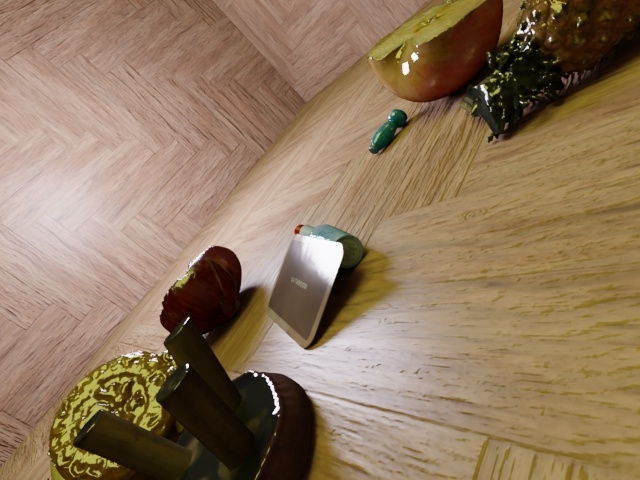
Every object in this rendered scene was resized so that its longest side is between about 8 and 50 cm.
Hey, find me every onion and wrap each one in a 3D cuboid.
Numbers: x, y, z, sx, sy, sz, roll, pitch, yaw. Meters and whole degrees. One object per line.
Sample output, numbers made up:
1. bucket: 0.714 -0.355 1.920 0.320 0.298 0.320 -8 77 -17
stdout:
1. onion: -0.278 0.127 1.006 0.248 0.161 0.248 -39 11 9

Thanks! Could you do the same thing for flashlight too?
1. flashlight: 0.166 -0.269 1.031 0.129 0.051 0.051 -55 20 -8

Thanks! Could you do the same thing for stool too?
1. stool: -0.161 0.244 0.499 0.272 0.178 0.272 -39 19 17

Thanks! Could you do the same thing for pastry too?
1. pastry: -0.320 0.304 0.719 0.235 0.132 0.240 -32 47 -17

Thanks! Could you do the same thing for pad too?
1. pad: -0.038 0.076 0.745 0.266 0.002 0.176 12 81 68

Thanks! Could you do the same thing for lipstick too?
1. lipstick: 0.000 0.000 0.818 0.068 0.061 0.274 -53 21 -6

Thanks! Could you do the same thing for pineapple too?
1. pineapple: 0.321 -0.272 0.594 0.278 0.158 0.157 -49 16 32

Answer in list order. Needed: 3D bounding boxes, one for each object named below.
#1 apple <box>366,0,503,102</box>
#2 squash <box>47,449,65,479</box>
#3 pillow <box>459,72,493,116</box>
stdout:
1. apple: 0.267 -0.412 0.926 0.251 0.163 0.293 -45 31 -21
2. squash: -0.394 0.426 0.733 0.252 0.093 0.169 -32 69 38
3. pillow: 0.341 -0.296 0.730 0.203 0.038 0.113 -38 18 21
